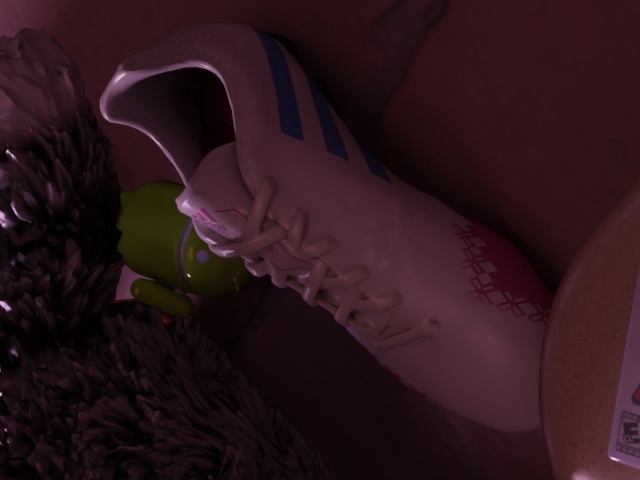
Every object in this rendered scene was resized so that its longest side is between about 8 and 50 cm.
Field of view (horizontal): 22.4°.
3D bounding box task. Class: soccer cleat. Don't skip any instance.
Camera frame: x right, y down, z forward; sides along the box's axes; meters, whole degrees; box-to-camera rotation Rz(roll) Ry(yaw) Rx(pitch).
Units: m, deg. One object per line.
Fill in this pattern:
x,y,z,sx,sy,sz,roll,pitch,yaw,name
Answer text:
0.000,0.000,0.940,0.331,0.143,0.116,45,126,21,soccer cleat

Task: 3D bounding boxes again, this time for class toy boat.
0.252,0.094,0.775,0.267,0.148,0.318,-50,62,31,toy boat

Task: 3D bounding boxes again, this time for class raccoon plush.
-0.028,0.114,0.867,0.299,0.216,0.446,-2,119,5,raccoon plush

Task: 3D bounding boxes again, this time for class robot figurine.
-0.087,-0.001,1.062,0.115,0.067,0.101,18,82,36,robot figurine

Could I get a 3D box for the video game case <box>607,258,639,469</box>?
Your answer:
0.205,0.049,0.701,0.157,0.019,0.143,16,103,40,video game case

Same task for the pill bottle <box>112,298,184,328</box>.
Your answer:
-0.125,0.166,1.099,0.130,0.130,0.246,4,104,39,pill bottle
